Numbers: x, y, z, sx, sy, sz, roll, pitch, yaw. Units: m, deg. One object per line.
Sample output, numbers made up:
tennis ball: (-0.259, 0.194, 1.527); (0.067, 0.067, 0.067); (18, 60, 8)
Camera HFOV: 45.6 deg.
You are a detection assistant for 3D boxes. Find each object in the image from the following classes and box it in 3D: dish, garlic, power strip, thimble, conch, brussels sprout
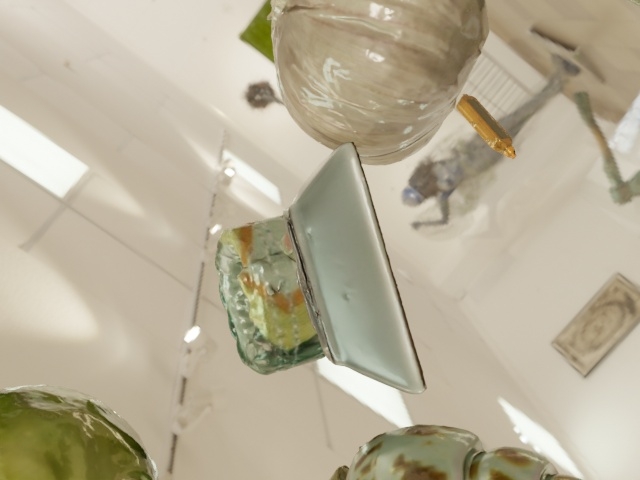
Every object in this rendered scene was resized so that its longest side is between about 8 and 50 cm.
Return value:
dish: (0.019, 0.035, 0.765); (0.182, 0.080, 0.243); (174, 81, -84)
garlic: (0.060, -0.245, 0.936); (0.259, 0.317, 0.317); (25, -169, -4)
power strip: (0.342, -0.231, 1.558); (0.049, 0.028, 0.178); (-12, -123, -43)
thimble: (-0.073, 0.089, 1.311); (0.288, 0.167, 0.254); (109, 142, -59)
conch: (0.199, 0.357, 0.992); (0.197, 0.368, 0.249); (-29, -84, -80)
brussels sprout: (-0.306, 0.319, 0.824); (0.268, 0.344, 0.344); (-8, -153, -15)

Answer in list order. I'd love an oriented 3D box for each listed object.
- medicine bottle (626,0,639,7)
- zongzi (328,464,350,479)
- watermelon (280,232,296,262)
medicine bottle: (0.494, -0.445, 1.079); (0.384, 0.224, 0.224); (28, -171, 3)
zongzi: (0.124, 0.507, 1.255); (0.228, 0.115, 0.256); (20, -155, -18)
watermelon: (0.000, 0.005, 0.992); (0.092, 0.072, 0.084); (13, -145, -23)
